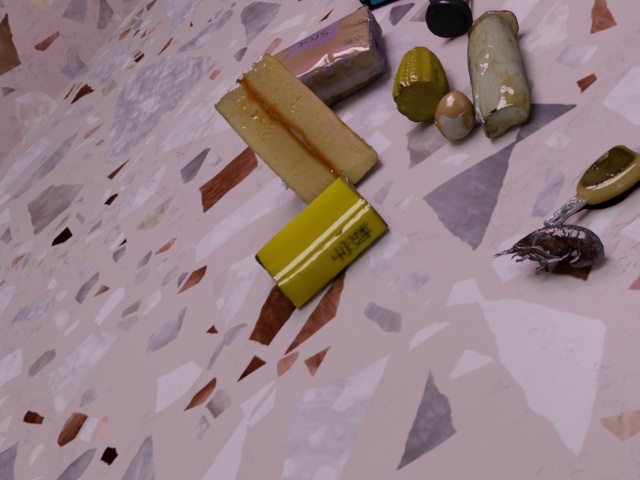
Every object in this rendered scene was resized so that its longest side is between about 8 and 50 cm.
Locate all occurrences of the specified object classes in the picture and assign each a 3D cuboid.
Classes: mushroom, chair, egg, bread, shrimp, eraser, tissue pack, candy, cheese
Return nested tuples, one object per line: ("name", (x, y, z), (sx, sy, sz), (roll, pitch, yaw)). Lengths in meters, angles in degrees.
("mushroom", (0.308, -0.305, 1.724), (0.100, 0.081, 0.312), (-31, 34, 30))
("chair", (0.256, -0.484, 1.997), (0.095, 0.104, 0.221), (-56, 17, 32))
("egg", (0.234, -0.218, 1.700), (0.071, 0.083, 0.071), (-8, 38, 6))
("bread", (-0.048, -0.196, 1.823), (0.167, 0.264, 0.163), (-47, 29, 5))
("shrimp", (0.313, 0.014, 1.356), (0.165, 0.065, 0.057), (-14, 9, 46))
("eraser", (0.000, 0.000, 1.715), (0.226, 0.069, 0.158), (-43, 29, 1))
("tissue pack", (0.015, -0.371, 2.097), (0.257, 0.123, 0.215), (-24, 33, 16))
("candy", (0.190, -0.308, 1.843), (0.094, 0.106, 0.199), (-47, 21, 32))
("cheese", (0.385, -0.069, 1.393), (0.162, 0.036, 0.086), (-40, 30, 4))

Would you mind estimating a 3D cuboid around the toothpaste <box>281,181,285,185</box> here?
("toothpaste", (-0.074, -0.200, 2.066), (0.078, 0.047, 0.248), (-41, 33, 12))

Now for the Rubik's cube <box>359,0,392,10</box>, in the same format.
("Rubik's cube", (0.165, -0.716, 2.219), (0.248, 0.246, 0.250), (-9, 45, 44))
